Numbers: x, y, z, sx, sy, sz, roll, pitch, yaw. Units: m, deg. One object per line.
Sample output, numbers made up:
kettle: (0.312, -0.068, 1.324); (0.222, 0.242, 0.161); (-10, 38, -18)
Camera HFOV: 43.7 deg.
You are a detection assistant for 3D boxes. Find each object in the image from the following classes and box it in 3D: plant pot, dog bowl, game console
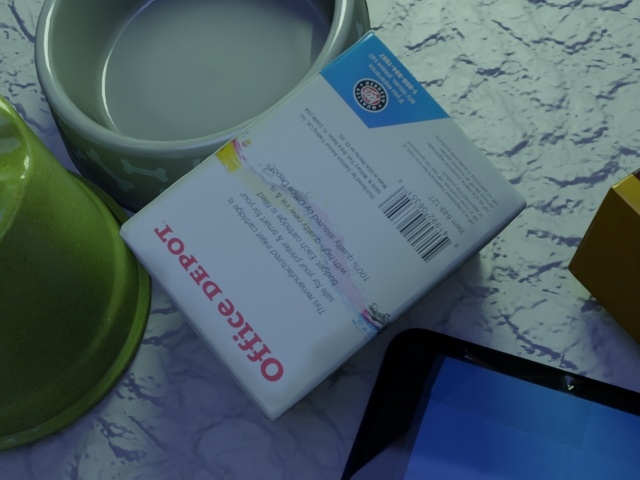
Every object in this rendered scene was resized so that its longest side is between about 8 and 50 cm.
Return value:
plant pot: (-0.281, 0.006, 0.605); (0.276, 0.254, 0.276); (2, 68, -5)
dog bowl: (-0.114, -0.193, 0.777); (0.349, 0.102, 0.348); (-3, 66, 8)
game console: (0.143, 0.192, 0.532); (0.293, 0.250, 0.173); (15, 97, 16)

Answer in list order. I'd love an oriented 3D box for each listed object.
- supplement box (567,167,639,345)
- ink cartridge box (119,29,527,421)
supplement box: (0.330, 0.010, 0.581); (0.194, 0.129, 0.191); (-32, 65, -14)
ink cartridge box: (0.000, 0.000, 0.618); (0.233, 0.168, 0.171); (-38, 82, -8)
